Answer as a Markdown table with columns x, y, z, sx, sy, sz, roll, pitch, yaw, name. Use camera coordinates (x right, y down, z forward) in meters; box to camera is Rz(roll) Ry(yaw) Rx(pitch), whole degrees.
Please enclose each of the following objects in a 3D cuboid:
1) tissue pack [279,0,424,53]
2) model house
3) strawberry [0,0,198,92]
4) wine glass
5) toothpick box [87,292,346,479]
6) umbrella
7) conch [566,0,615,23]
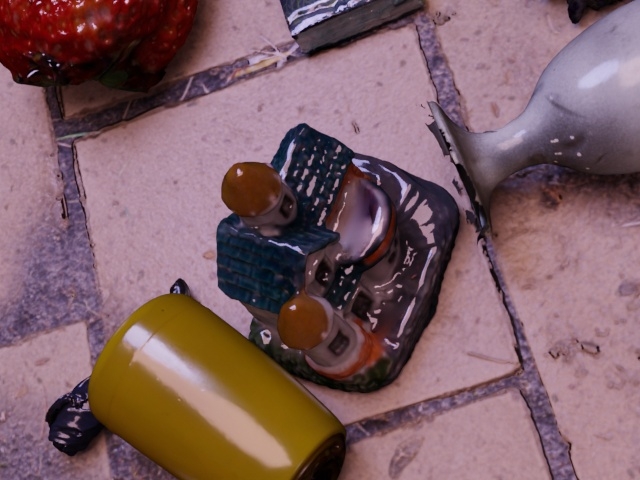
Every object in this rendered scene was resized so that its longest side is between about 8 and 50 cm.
| x | y | z | sx | sy | sz | roll | pitch | yaw | name |
| --- | --- | --- | --- | --- | --- | --- | --- | --- | --- |
| 0.013 | -0.372 | 1.511 | 0.173 | 0.073 | 0.236 | -23 | 66 | 7 | tissue pack |
| 0.000 | 0.000 | 1.273 | 0.190 | 0.301 | 0.271 | 20 | 79 | 29 | model house |
| -0.290 | -0.333 | 1.484 | 0.238 | 0.250 | 0.288 | 9 | 103 | 23 | strawberry |
| 0.299 | -0.141 | 1.290 | 0.357 | 0.190 | 0.190 | -26 | 66 | 8 | wine glass |
| -0.106 | 0.194 | 1.298 | 0.271 | 0.175 | 0.175 | 33 | 83 | 20 | toothpick box |
| -0.238 | 0.148 | 1.408 | 0.071 | 0.071 | 0.248 | 40 | 87 | 24 | umbrella |
| 0.337 | -0.414 | 1.384 | 0.240 | 0.186 | 0.313 | 35 | 103 | 50 | conch |
